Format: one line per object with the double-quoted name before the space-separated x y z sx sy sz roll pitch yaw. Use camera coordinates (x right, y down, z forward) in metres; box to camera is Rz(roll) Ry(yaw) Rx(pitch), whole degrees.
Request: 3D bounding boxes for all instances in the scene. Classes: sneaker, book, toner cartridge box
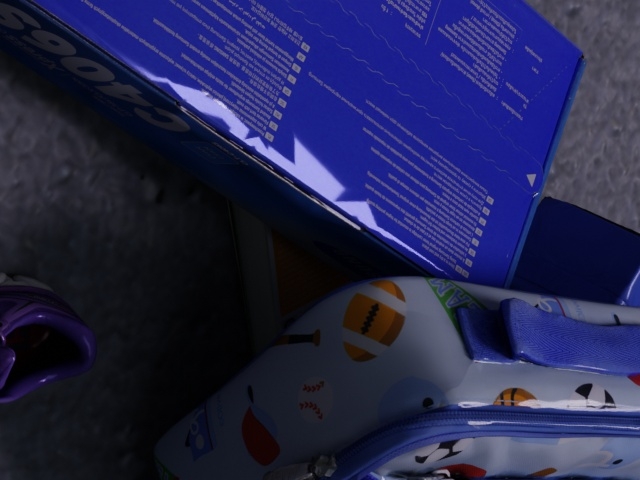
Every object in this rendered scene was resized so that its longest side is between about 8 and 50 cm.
"sneaker" -0.181 0.050 0.894 0.170 0.071 0.068 -11 110 -36
"book" 0.000 0.000 1.053 0.096 0.035 0.144 -24 118 -35
"toner cartridge box" -0.017 -0.105 0.945 0.348 0.075 0.165 34 70 -38

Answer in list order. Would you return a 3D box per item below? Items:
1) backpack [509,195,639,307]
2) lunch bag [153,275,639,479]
"backpack" 0.164 0.044 1.162 0.101 0.098 0.120 -52 142 -5
"lunch bag" 0.075 0.112 1.011 0.303 0.243 0.115 6 58 -39
